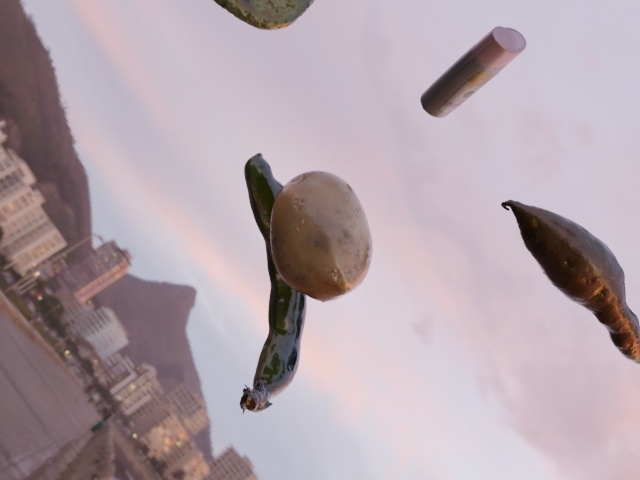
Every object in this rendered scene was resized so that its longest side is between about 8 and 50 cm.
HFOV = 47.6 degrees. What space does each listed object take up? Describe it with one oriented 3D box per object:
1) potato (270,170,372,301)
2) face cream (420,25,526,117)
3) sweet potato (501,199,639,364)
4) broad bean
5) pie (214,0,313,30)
[{"bbox_3d":[0.001,-0.002,0.741,0.112,0.112,0.147,86,3,-55],"label":"potato"},{"bbox_3d":[0.253,-0.281,1.226,0.198,0.084,0.057,-38,-113,51],"label":"face cream"},{"bbox_3d":[0.307,0.046,0.816,0.269,0.075,0.074,47,-19,-14],"label":"sweet potato"},{"bbox_3d":[-0.053,0.054,0.841,0.049,0.292,0.144,-4,-16,19],"label":"broad bean"},{"bbox_3d":[-0.092,-0.388,1.062,0.187,0.187,0.041,52,-29,5],"label":"pie"}]
